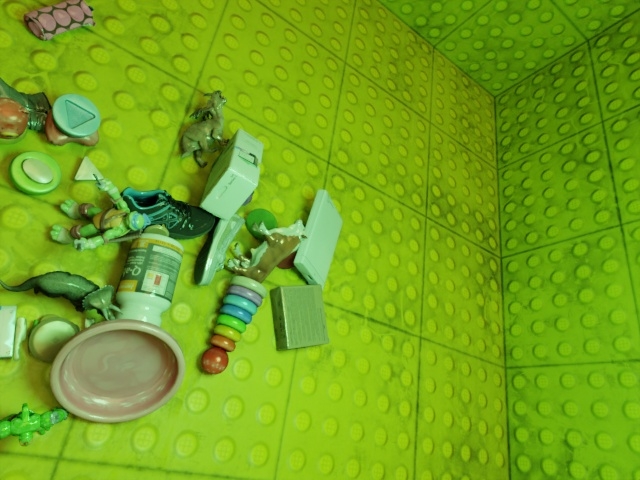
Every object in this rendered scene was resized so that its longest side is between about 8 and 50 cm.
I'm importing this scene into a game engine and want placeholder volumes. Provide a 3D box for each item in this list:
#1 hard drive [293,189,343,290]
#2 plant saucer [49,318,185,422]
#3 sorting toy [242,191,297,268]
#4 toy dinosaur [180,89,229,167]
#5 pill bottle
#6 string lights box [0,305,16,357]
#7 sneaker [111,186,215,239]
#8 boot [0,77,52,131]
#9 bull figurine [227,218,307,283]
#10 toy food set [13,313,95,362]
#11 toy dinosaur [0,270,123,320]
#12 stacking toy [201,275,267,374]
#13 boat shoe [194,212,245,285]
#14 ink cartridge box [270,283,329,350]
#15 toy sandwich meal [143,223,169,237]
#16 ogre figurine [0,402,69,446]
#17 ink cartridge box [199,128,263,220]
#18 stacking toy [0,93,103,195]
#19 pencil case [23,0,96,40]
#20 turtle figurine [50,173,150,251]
[{"bbox_3d":[0.000,0.000,1.764,0.233,0.047,0.353,58,41,-49],"label":"hard drive"},{"bbox_3d":[-0.549,0.349,1.183,0.332,0.084,0.332,-9,117,-17],"label":"plant saucer"},{"bbox_3d":[-0.196,-0.063,1.691,0.365,0.127,0.126,55,28,-10],"label":"sorting toy"},{"bbox_3d":[-0.447,-0.409,1.611,0.200,0.127,0.295,47,64,-4],"label":"toy dinosaur"},{"bbox_3d":[-0.530,0.131,1.319,0.162,0.162,0.278,21,62,-29],"label":"pill bottle"},{"bbox_3d":[-0.911,0.232,1.054,0.260,0.077,0.133,6,70,-35],"label":"string lights box"},{"bbox_3d":[-0.502,-0.090,1.419,0.341,0.139,0.125,3,52,-38],"label":"sneaker"},{"bbox_3d":[-0.924,-0.440,1.299,0.161,0.083,0.246,-19,93,-44],"label":"boot"},{"bbox_3d":[-0.191,0.029,1.557,0.188,0.101,0.310,38,95,-25],"label":"bull figurine"},{"bbox_3d":[-0.743,0.273,1.196,0.192,0.038,0.132,11,73,-43],"label":"toy food set"},{"bbox_3d":[-0.703,0.129,1.191,0.313,0.160,0.121,31,57,-25],"label":"toy dinosaur"},{"bbox_3d":[-0.301,0.293,1.457,0.141,0.141,0.330,32,62,-24],"label":"stacking toy"},{"bbox_3d":[-0.355,0.025,1.520,0.103,0.118,0.320,31,49,-25],"label":"boat shoe"},{"bbox_3d":[-0.080,0.291,1.640,0.193,0.088,0.234,3,71,-37],"label":"ink cartridge box"},{"bbox_3d":[-0.530,-0.024,1.386,0.086,0.085,0.029,15,38,-32],"label":"toy sandwich meal"},{"bbox_3d":[-0.742,0.458,1.070,0.197,0.118,0.096,20,63,-29],"label":"ogre figurine"},{"bbox_3d":[-0.311,-0.236,1.528,0.117,0.201,0.278,30,34,-25],"label":"ink cartridge box"},{"bbox_3d":[-0.786,-0.293,1.261,0.309,0.130,0.279,-24,100,-44],"label":"stacking toy"},{"bbox_3d":[-0.868,-0.737,1.435,0.209,0.095,0.098,-48,120,-35],"label":"pencil case"},{"bbox_3d":[-0.658,-0.075,1.209,0.275,0.266,0.197,-20,105,-67],"label":"turtle figurine"}]
